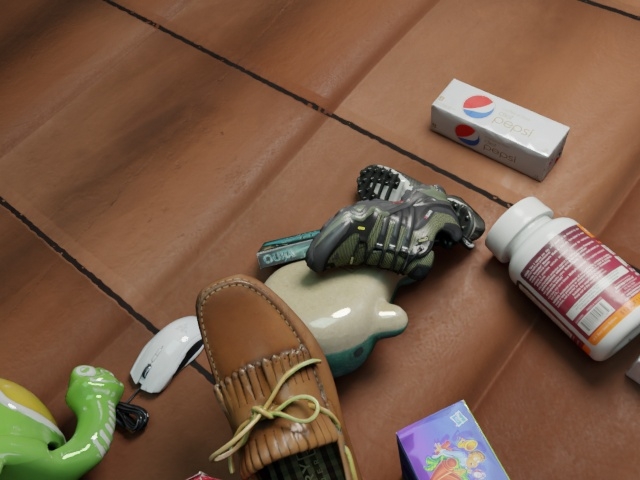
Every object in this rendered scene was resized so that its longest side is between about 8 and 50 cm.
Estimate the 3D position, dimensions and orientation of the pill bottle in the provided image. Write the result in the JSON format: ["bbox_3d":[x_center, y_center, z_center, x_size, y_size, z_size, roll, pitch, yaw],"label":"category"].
[{"bbox_3d":[0.340,0.046,0.811,0.121,0.121,0.221,-34,60,-11],"label":"pill bottle"}]

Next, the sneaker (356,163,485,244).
[{"bbox_3d":[0.159,-0.052,0.928,0.234,0.106,0.078,31,104,39],"label":"sneaker"}]

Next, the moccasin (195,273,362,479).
[{"bbox_3d":[-0.042,0.219,0.661,0.139,0.147,0.380,-17,92,2],"label":"moccasin"}]

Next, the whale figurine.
[{"bbox_3d":[0.039,0.094,0.845,0.272,0.141,0.216,-29,37,-35],"label":"whale figurine"}]

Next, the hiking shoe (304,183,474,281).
[{"bbox_3d":[0.093,0.004,0.774,0.227,0.086,0.114,-22,63,-18],"label":"hiking shoe"}]

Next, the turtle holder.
[{"bbox_3d":[-0.433,0.267,0.740,0.320,0.243,0.227,-43,45,3],"label":"turtle holder"}]

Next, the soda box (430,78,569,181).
[{"bbox_3d":[0.294,-0.187,0.990,0.216,0.069,0.074,32,69,25],"label":"soda box"}]

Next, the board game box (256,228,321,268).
[{"bbox_3d":[0.000,0.000,0.902,0.186,0.126,0.026,-14,96,1],"label":"board game box"}]

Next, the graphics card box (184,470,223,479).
[{"bbox_3d":[-0.057,0.436,0.579,0.094,0.233,0.371,-27,59,0],"label":"graphics card box"}]

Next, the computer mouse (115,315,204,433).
[{"bbox_3d":[-0.247,0.184,0.875,0.106,0.042,0.193,30,69,25],"label":"computer mouse"}]

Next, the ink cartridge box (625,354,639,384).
[{"bbox_3d":[0.500,0.133,0.767,0.104,0.060,0.180,38,72,27],"label":"ink cartridge box"}]

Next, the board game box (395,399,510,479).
[{"bbox_3d":[0.191,0.360,0.584,0.078,0.233,0.347,-25,59,-5],"label":"board game box"}]
